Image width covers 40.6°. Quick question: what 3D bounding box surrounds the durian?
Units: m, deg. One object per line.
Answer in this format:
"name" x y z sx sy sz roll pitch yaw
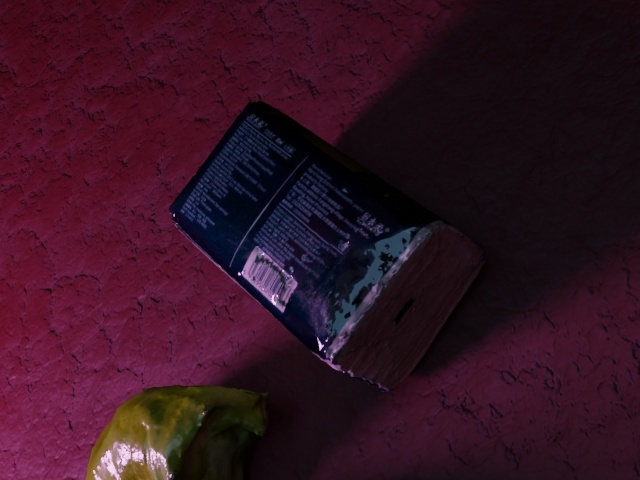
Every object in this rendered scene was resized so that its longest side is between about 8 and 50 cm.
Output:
"durian" -0.248 0.356 1.385 0.340 0.204 0.255 -3 83 30

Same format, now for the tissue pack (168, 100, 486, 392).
"tissue pack" 0.000 0.000 1.335 0.417 0.253 0.264 37 94 34
